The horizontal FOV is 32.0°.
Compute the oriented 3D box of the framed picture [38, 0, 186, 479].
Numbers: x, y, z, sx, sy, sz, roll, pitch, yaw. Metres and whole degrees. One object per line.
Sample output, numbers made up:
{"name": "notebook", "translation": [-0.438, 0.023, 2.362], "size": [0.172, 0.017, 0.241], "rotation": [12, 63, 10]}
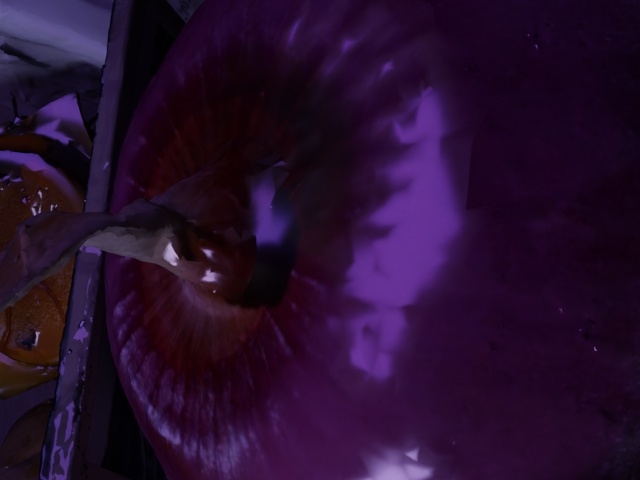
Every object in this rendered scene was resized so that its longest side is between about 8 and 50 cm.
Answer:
{"name": "framed picture", "translation": [-0.085, 0.024, 0.749], "size": [0.022, 0.247, 0.335], "rotation": [-7, 63, 21]}

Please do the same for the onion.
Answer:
{"name": "onion", "translation": [0.033, -0.005, 0.553], "size": [0.358, 0.345, 0.358], "rotation": [-10, 63, 20]}

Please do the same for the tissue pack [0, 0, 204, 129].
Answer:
{"name": "tissue pack", "translation": [-0.194, -0.279, 1.013], "size": [0.194, 0.266, 0.356], "rotation": [-17, 58, 47]}

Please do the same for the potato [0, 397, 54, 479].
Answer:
{"name": "potato", "translation": [-0.199, 0.237, 0.859], "size": [0.191, 0.141, 0.296], "rotation": [-44, 34, 18]}

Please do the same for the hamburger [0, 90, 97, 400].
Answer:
{"name": "hamburger", "translation": [-0.221, -0.002, 0.951], "size": [0.243, 0.138, 0.262], "rotation": [-22, 96, 26]}
